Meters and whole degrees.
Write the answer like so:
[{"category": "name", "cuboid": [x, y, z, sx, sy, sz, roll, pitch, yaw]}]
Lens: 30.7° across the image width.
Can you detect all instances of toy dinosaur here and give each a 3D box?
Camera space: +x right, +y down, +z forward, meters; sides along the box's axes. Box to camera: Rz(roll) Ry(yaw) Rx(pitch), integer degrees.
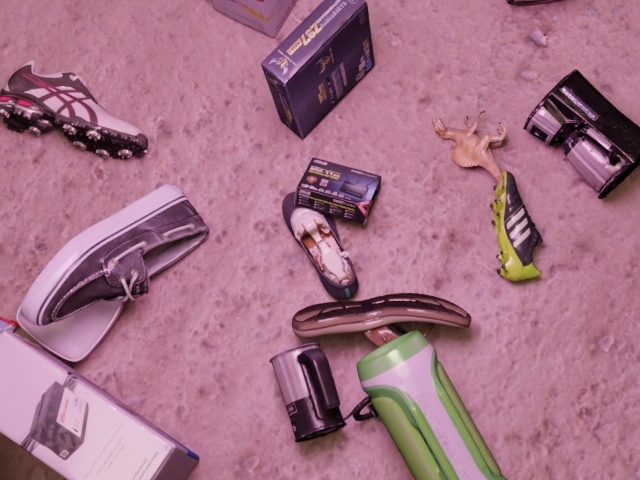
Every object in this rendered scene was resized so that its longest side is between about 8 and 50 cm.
[{"category": "toy dinosaur", "cuboid": [0.262, -0.150, 1.889, 0.092, 0.053, 0.183, -42, 58, -2]}]

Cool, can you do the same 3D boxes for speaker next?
[{"category": "speaker", "cuboid": [0.170, 0.286, 1.714, 0.131, 0.131, 0.297, -29, 90, -4]}]

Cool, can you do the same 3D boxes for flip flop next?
[{"category": "flip flop", "cuboid": [0.095, 0.135, 1.807, 0.277, 0.112, 0.080, -6, 101, 0]}]

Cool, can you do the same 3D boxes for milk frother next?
[{"category": "milk frother", "cuboid": [0.015, 0.224, 1.795, 0.143, 0.129, 0.135, -5, 70, -42]}]

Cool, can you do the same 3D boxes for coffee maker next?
[{"category": "coffee maker", "cuboid": [0.442, -0.181, 1.866, 0.171, 0.120, 0.178, -37, 76, -30]}]

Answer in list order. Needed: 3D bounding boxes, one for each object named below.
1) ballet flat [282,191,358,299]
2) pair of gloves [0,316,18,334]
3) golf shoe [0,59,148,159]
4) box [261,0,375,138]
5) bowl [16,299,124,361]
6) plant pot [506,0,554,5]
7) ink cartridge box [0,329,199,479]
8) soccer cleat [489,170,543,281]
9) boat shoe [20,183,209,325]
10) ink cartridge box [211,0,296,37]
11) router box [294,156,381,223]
[{"category": "ballet flat", "cuboid": [0.000, 0.000, 1.858, 0.074, 0.074, 0.203, -28, 75, -4]}, {"category": "pair of gloves", "cuboid": [-0.591, 0.169, 1.878, 0.198, 0.023, 0.159, 23, 76, 8]}, {"category": "golf shoe", "cuboid": [-0.403, -0.220, 1.929, 0.272, 0.105, 0.120, 19, 70, 8]}, {"category": "box", "cuboid": [0.001, -0.279, 1.847, 0.059, 0.233, 0.183, 42, 81, 16]}, {"category": "bowl", "cuboid": [-0.395, 0.114, 1.863, 0.142, 0.053, 0.142, 34, 79, 12]}, {"category": "plant pot", "cuboid": [0.347, -0.512, 1.918, 0.215, 0.215, 0.230, -5, 90, 2]}, {"category": "ink cartridge box", "cuboid": [-0.353, 0.281, 1.728, 0.307, 0.223, 0.129, 32, 80, 11]}, {"category": "soccer cleat", "cuboid": [0.313, -0.022, 1.855, 0.072, 0.060, 0.179, 0, 78, -11]}, {"category": "boat shoe", "cuboid": [-0.306, 0.035, 1.799, 0.119, 0.121, 0.335, 41, 59, 14]}, {"category": "ink cartridge box", "cuboid": [-0.110, -0.446, 1.929, 0.127, 0.176, 0.128, 27, 78, 13]}, {"category": "router box", "cuboid": [0.029, -0.081, 1.870, 0.122, 0.038, 0.092, 16, 39, 7]}]
